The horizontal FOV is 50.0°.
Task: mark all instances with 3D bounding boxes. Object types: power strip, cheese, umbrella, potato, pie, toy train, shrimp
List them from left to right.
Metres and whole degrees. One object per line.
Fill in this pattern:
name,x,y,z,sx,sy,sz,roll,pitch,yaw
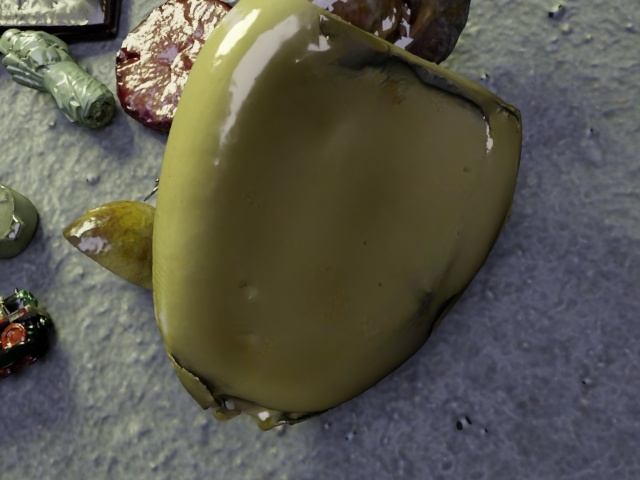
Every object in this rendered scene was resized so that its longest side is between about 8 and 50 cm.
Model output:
power strip,-0.406,-0.056,0.701,0.285,0.048,0.080,21,83,17
toy train,-0.365,0.123,0.643,0.249,0.053,0.085,-28,66,4
umbrella,-0.269,-0.166,0.694,0.143,0.062,0.067,38,51,9
potato,-0.166,-0.002,0.605,0.096,0.103,0.066,34,88,17
pie,-0.133,-0.175,0.677,0.154,0.036,0.155,-3,75,12
shrimp,-0.018,-0.131,0.599,0.343,0.145,0.116,-37,30,11
cheese,0.000,0.000,0.517,0.259,0.128,0.316,20,96,-10

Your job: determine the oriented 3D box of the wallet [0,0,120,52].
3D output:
wallet,-0.343,-0.318,0.749,0.262,0.071,0.221,0,75,6
